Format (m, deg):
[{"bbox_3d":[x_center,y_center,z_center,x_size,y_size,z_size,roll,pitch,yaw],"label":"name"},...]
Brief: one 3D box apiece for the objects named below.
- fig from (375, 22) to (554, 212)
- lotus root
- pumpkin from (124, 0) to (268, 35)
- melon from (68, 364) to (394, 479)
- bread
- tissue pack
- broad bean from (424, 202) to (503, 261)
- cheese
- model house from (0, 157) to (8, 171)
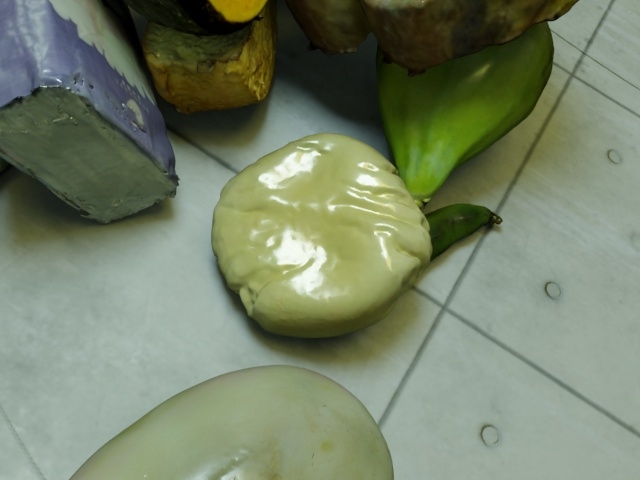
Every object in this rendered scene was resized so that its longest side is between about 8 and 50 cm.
[{"bbox_3d":[0.184,-0.181,0.935,0.233,0.233,0.314,3,57,-15],"label":"fig"},{"bbox_3d":[0.139,-0.345,0.860,0.390,0.111,0.375,14,56,37],"label":"lotus root"},{"bbox_3d":[-0.151,-0.378,0.790,0.232,0.242,0.325,13,57,21],"label":"pumpkin"},{"bbox_3d":[-0.084,0.235,0.605,0.317,0.223,0.223,-33,74,-30],"label":"melon"},{"bbox_3d":[-0.119,-0.233,0.906,0.143,0.139,0.229,0,49,15],"label":"bread"},{"bbox_3d":[-0.279,-0.215,0.798,0.125,0.242,0.343,-24,65,7],"label":"tissue pack"},{"bbox_3d":[0.123,0.007,0.907,0.254,0.046,0.065,-31,86,-31],"label":"broad bean"},{"bbox_3d":[0.000,0.000,0.818,0.226,0.117,0.214,-24,64,-1],"label":"cheese"},{"bbox_3d":[-0.436,-0.141,0.770,0.253,0.184,0.291,19,43,2],"label":"model house"}]
